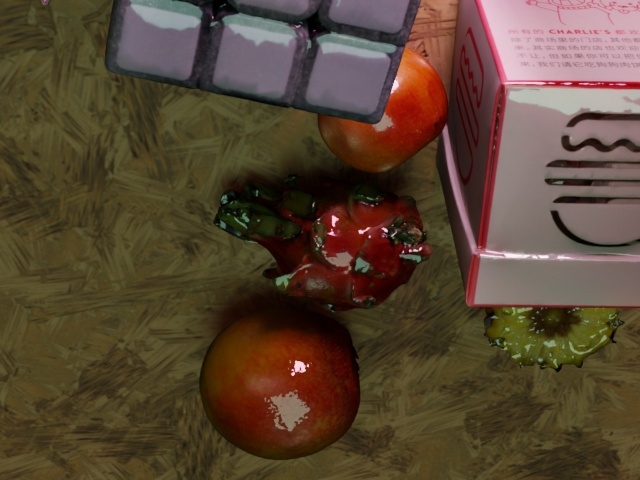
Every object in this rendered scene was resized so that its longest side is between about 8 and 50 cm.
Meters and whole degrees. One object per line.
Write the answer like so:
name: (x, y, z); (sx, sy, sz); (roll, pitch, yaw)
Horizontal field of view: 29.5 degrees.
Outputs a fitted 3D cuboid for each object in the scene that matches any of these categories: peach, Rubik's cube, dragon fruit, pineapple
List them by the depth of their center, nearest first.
Rubik's cube: (-0.047, -0.341, 1.275); (0.303, 0.301, 0.305); (9, 124, -9)
dragon fruit: (0.005, -0.013, 1.603); (0.269, 0.198, 0.200); (31, 140, -15)
peach: (-0.052, 0.201, 1.725); (0.231, 0.231, 0.231); (-2, 126, -2)
pineapple: (0.332, 0.093, 1.758); (0.224, 0.076, 0.225); (-1, 124, -2)

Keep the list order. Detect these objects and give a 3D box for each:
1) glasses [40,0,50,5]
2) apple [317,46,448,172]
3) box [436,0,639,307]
glasses: (-0.308, -0.385, 1.305); (0.162, 0.095, 0.256); (-14, 90, 2)
apple: (0.080, -0.160, 1.508); (0.163, 0.163, 0.139); (-34, 110, 20)
box: (0.319, -0.124, 1.452); (0.314, 0.312, 0.300); (1, 126, -3)
